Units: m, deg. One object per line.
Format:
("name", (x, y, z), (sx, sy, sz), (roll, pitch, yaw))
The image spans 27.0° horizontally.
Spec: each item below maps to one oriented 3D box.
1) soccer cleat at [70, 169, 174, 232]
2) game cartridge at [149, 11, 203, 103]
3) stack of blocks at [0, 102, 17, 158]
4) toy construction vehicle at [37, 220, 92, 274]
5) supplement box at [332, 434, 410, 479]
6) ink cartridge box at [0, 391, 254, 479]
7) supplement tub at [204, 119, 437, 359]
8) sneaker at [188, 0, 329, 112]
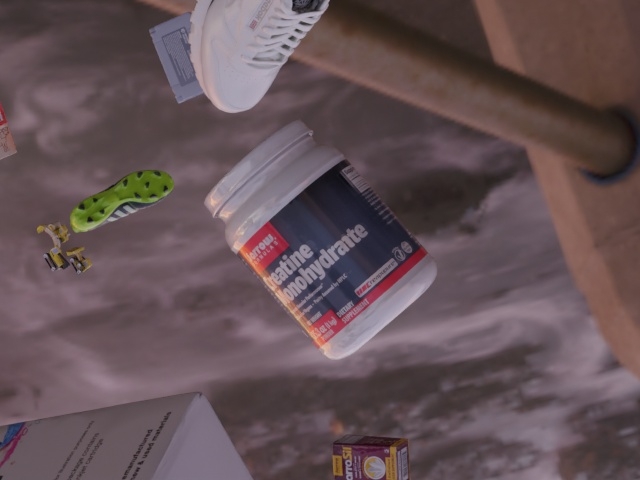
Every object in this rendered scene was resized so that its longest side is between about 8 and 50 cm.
("soccer cleat", (-0.318, -0.063, 2.114), (0.179, 0.060, 0.072), (-25, 176, -25))
("game cartridge", (-0.136, -0.189, 1.370), (0.056, 0.083, 0.017), (-22, 177, 11))
("stack of blocks", (-0.559, -0.190, 1.884), (0.087, 0.171, 0.297), (-28, -159, -34))
("toy construction vehicle", (-0.421, 0.012, 2.202), (0.035, 0.098, 0.086), (-29, 179, 25))
("supplement box", (0.060, 0.261, 1.569), (0.083, 0.055, 0.043), (-2, -174, 26))
("ink cartridge box", (-0.166, 0.224, 0.854), (0.278, 0.117, 0.201), (-13, 118, 26))
("supplement tub", (0.000, 0.000, 1.716), (0.191, 0.272, 0.191), (-41, 177, -2))
("sneaker", (-0.042, -0.200, 1.135), (0.090, 0.095, 0.235), (-8, 133, -36))
